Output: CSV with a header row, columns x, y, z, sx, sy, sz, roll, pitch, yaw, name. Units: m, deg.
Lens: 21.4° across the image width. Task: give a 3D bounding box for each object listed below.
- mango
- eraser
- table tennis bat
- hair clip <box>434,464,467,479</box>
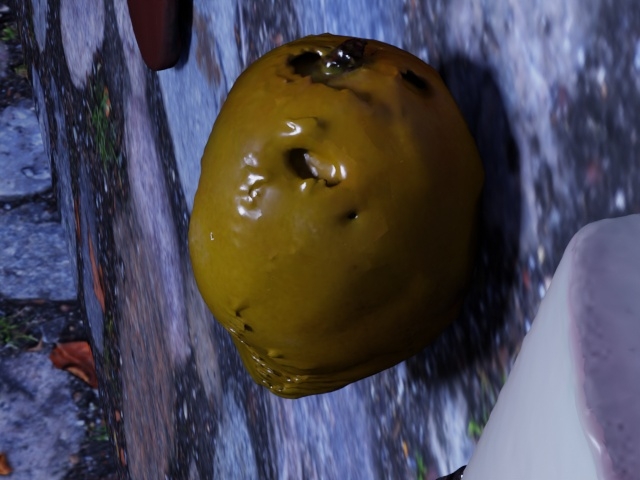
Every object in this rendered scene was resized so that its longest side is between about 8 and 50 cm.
x,y,z,sx,sy,sz,roll,pitch,yaw,name
0.000,0.000,0.824,0.151,0.156,0.248,41,153,9,mango
0.104,0.134,0.601,0.270,0.095,0.174,102,155,-55,eraser
-0.143,-0.240,1.445,0.310,0.038,0.200,-141,44,-70,table tennis bat
0.069,0.280,0.821,0.085,0.101,0.330,138,120,-68,hair clip
